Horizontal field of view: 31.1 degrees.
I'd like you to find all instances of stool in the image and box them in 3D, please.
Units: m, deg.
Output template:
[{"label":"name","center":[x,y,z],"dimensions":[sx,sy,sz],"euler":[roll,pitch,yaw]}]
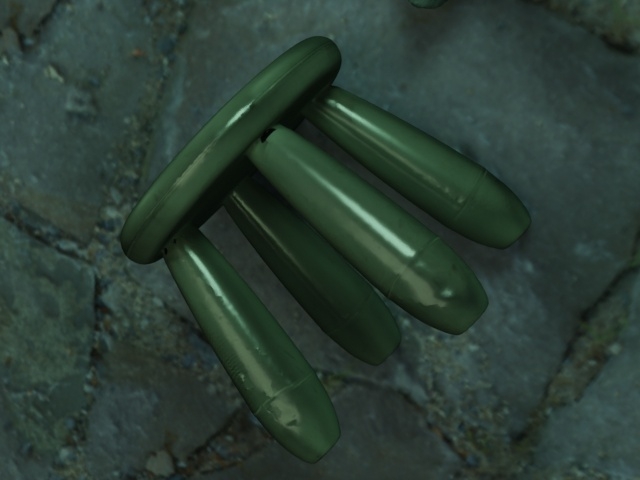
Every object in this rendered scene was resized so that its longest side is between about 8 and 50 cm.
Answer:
[{"label":"stool","center":[0.000,0.000,0.761],"dimensions":[0.198,0.195,0.195],"euler":[45,119,-2]}]

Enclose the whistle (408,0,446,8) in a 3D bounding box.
[{"label":"whistle","center":[0.149,-0.263,0.670],"dimensions":[0.062,0.062,0.312],"euler":[47,120,2]}]
